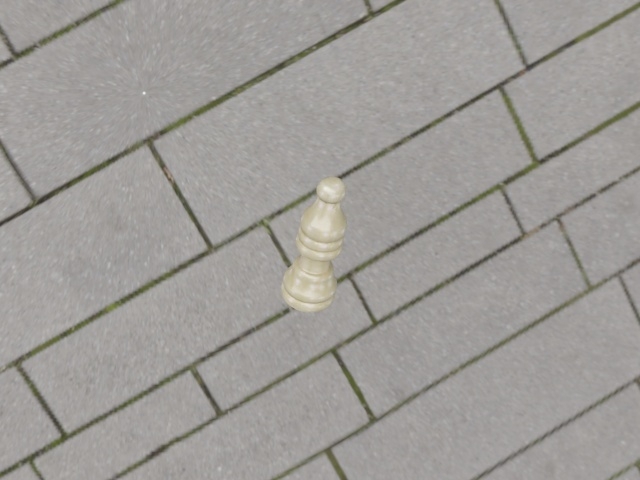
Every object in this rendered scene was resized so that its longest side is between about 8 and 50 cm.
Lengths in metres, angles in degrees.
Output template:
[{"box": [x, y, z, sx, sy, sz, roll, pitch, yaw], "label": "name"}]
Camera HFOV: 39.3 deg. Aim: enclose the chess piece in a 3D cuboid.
[{"box": [0.000, 0.000, 0.546, 0.035, 0.035, 0.092, 4, 131, -12], "label": "chess piece"}]
